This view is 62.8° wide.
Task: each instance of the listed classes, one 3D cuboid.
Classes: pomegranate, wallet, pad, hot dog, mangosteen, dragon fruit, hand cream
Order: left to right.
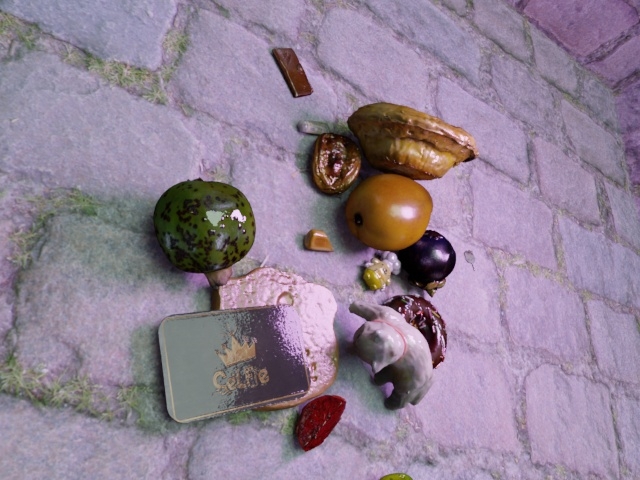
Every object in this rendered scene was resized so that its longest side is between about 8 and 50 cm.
[{"bbox_3d":[-0.275,-0.018,1.262,0.254,0.254,0.270,-26,110,-40],"label":"pomegranate"},{"bbox_3d":[-0.174,0.305,1.232,0.376,0.063,0.314,-3,74,-34],"label":"pad"},{"bbox_3d":[-0.090,-0.565,1.758,0.095,0.026,0.176,-24,87,-43],"label":"wallet"},{"bbox_3d":[-0.017,-0.373,1.730,0.143,0.039,0.061,-5,67,-47],"label":"hand cream"},{"bbox_3d":[-0.004,0.465,1.361,0.162,0.083,0.106,-52,150,-14],"label":"dragon fruit"},{"bbox_3d":[0.045,-0.257,1.681,0.161,0.099,0.226,9,58,-15],"label":"hot dog"},{"bbox_3d":[0.350,0.078,1.729,0.194,0.194,0.230,-22,121,-40],"label":"mangosteen"}]

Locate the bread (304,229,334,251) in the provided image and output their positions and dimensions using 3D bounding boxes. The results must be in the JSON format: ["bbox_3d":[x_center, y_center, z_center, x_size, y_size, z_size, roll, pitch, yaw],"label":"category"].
[{"bbox_3d":[0.001,0.000,1.570,0.103,0.049,0.062,7,101,-36],"label":"bread"}]

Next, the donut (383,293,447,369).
[{"bbox_3d":[0.293,0.290,1.633,0.270,0.103,0.269,16,60,-31],"label":"donut"}]

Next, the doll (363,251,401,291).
[{"bbox_3d":[0.197,0.095,1.669,0.162,0.062,0.106,-38,100,-41],"label":"doll"}]

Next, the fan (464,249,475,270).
[{"bbox_3d":[0.572,0.076,1.991,0.056,0.004,0.083,-6,76,-38],"label":"fan"}]

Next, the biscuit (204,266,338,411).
[{"bbox_3d":[-0.124,0.253,1.363,0.385,0.062,0.364,13,66,-29],"label":"biscuit"}]

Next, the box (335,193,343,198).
[{"bbox_3d":[0.059,-0.181,1.715,0.046,0.012,0.083,28,57,-23],"label":"box"}]

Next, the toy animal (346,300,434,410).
[{"bbox_3d":[0.198,0.347,1.448,0.266,0.188,0.307,8,96,-5],"label":"toy animal"}]

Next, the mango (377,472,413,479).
[{"bbox_3d":[0.187,0.682,1.395,0.178,0.100,0.119,-12,118,-46],"label":"mango"}]

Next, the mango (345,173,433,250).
[{"bbox_3d":[0.229,-0.101,1.658,0.264,0.221,0.378,25,27,24],"label":"mango"}]

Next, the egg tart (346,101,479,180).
[{"bbox_3d":[0.287,-0.297,1.698,0.443,0.443,0.178,16,90,-31],"label":"egg tart"}]
